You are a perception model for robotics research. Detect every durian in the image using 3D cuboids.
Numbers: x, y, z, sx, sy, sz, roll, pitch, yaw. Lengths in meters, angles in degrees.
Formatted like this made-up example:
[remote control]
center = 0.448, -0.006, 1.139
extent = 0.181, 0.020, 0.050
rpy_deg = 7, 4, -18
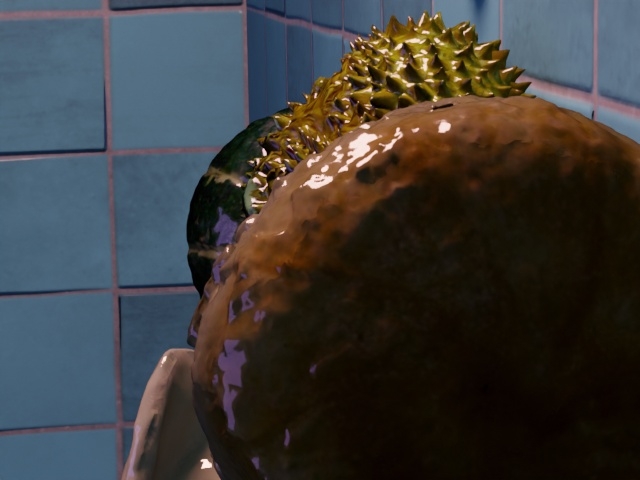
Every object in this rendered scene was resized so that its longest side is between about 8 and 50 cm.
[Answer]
[durian]
center = 0.051, -0.028, 1.375
extent = 0.291, 0.225, 0.291
rpy_deg = -177, 90, -84

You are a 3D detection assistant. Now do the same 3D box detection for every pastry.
[pastry]
center = 0.080, 0.075, 0.988
extent = 0.136, 0.330, 0.329
rpy_deg = -165, 73, -82

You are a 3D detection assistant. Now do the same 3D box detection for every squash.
[squash]
center = 0.000, 0.000, 1.642
extent = 0.165, 0.252, 0.252
rpy_deg = -177, 85, -70

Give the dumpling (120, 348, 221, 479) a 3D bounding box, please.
[dumpling]
center = -0.027, 0.255, 1.430
extent = 0.233, 0.395, 0.315
rpy_deg = 14, 80, 49
